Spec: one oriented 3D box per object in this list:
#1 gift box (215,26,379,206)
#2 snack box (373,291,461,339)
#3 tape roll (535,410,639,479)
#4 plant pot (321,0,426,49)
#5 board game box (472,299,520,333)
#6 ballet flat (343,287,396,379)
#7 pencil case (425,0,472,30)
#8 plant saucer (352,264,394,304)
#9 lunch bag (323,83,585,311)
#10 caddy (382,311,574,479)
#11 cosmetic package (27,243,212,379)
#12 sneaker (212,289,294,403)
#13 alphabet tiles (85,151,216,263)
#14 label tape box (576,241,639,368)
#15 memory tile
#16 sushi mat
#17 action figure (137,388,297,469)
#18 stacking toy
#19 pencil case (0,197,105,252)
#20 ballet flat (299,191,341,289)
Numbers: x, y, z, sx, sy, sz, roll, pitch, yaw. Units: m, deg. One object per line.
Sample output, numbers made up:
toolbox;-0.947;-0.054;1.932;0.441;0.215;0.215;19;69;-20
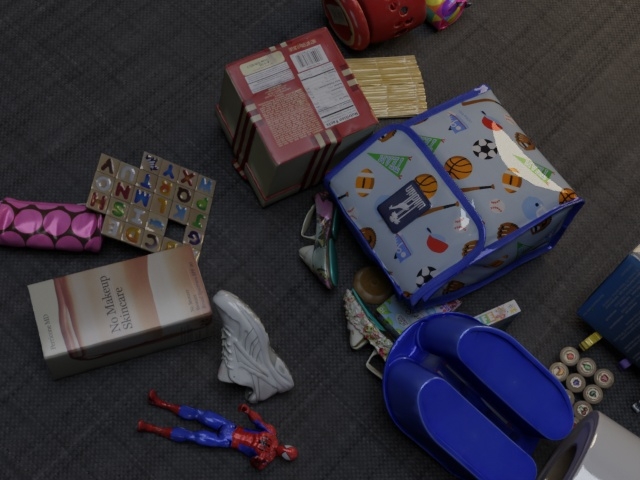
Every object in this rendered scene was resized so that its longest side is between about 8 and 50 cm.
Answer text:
gift box;-0.053;-0.250;1.832;0.255;0.258;0.276;-20;76;-15
snack box;0.187;0.131;1.802;0.141;0.037;0.100;-38;73;-23
tape roll;0.424;0.425;1.553;0.100;0.286;0.286;34;65;9
plant pot;0.109;-0.513;2.027;0.174;0.191;0.191;-32;72;-11
board game box;0.291;0.168;1.761;0.154;0.103;0.026;-21;69;-17
ballet flat;0.103;0.196;1.740;0.077;0.091;0.241;-40;70;1
pencil case;0.230;-0.582;2.121;0.104;0.104;0.236;-38;73;-22
plant saucer;0.105;0.083;1.828;0.083;0.015;0.083;3;64;-5
lunch bag;0.243;-0.075;1.796;0.385;0.239;0.328;-25;66;-18
caddy;0.269;0.279;1.638;0.341;0.179;0.241;43;78;-14
cosmetic package;-0.355;0.127;1.685;0.296;0.129;0.153;-16;68;-14
sneaker;-0.141;0.197;1.655;0.115;0.090;0.232;-32;109;-11
alphabet tiles;-0.324;-0.073;1.799;0.237;0.009;0.198;22;61;-24
label tape box;0.656;0.163;1.681;0.334;0.240;0.106;44;62;14
memory tile;0.467;0.281;1.756;0.113;0.012;0.148;34;80;14
sushi mat;0.067;-0.325;2.018;0.317;0.019;0.151;-4;66;-9
action figure;-0.170;0.324;1.614;0.280;0.139;0.091;17;65;-2
stacking toy;0.629;0.206;1.815;0.221;0.052;0.167;-32;72;-21
pencil case;-0.509;-0.032;1.765;0.209;0.095;0.098;3;99;-8
ballet flat;0.000;0.000;1.831;0.079;0.077;0.221;-3;58;12
